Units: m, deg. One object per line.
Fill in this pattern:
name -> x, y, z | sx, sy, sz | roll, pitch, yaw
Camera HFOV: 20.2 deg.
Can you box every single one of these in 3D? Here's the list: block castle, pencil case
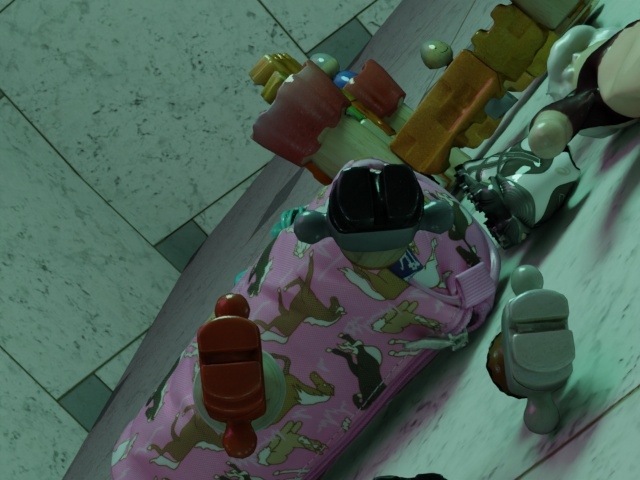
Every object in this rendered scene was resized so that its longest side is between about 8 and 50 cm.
block castle -> 0.094, -0.188, 1.692 | 0.303, 0.213, 0.453 | -53, -4, 11
pencil case -> -0.021, 0.112, 1.494 | 0.386, 0.160, 0.167 | -49, 23, 28

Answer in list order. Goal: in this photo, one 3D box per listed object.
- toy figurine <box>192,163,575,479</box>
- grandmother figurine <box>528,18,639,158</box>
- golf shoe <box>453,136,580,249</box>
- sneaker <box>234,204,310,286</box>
toy figurine -> 0.041, 0.078, 1.110 | 0.209, 0.213, 0.148 | -51, -9, -11
grandmother figurine -> 0.234, -0.120, 1.279 | 0.207, 0.104, 0.342 | -26, 3, -4
golf shoe -> 0.167, -0.045, 1.473 | 0.094, 0.077, 0.198 | -35, 10, 2
sneaker -> 0.000, 0.000, 2.096 | 0.275, 0.110, 0.107 | -48, 8, 28
